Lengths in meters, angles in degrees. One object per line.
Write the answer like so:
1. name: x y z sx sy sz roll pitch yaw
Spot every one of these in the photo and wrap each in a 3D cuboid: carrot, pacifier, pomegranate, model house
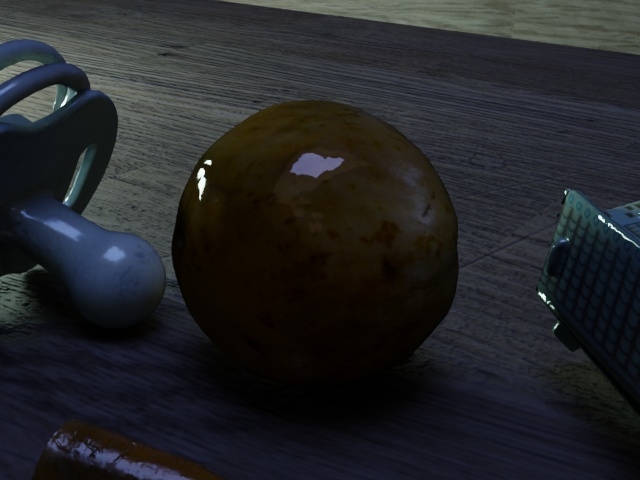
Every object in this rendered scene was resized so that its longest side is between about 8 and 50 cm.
1. carrot: -0.071 0.165 0.591 0.209 0.061 0.061 13 24 14
2. pacifier: -0.233 -0.016 0.856 0.233 0.244 0.299 37 31 5
3. pomegranate: 0.000 0.000 0.774 0.248 0.248 0.248 1 22 -1
4. model house: 0.298 0.050 0.701 0.215 0.199 0.224 -15 25 -6
